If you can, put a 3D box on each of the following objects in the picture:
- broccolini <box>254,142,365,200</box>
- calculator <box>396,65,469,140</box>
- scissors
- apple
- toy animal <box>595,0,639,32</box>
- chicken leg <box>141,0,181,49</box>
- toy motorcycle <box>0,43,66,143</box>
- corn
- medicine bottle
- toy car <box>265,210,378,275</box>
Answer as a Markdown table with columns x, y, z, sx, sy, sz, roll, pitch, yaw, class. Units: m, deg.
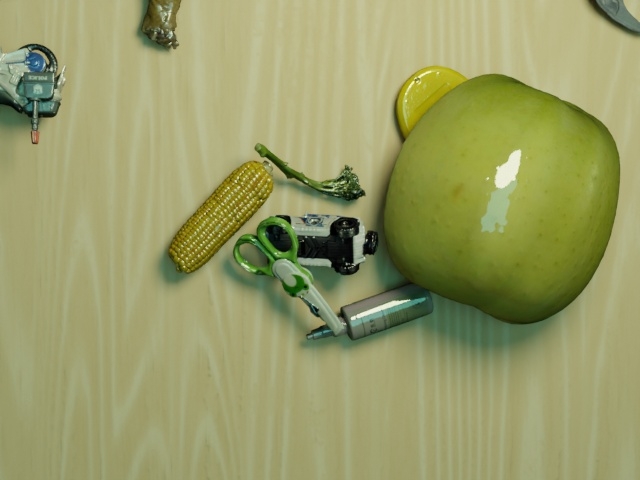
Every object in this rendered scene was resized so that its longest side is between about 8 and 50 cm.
| x | y | z | sx | sy | sz | roll | pitch | yaw | class |
| --- | --- | --- | --- | --- | --- | --- | --- | --- | --- |
| -0.020 | -0.095 | 1.475 | 0.194 | 0.054 | 0.052 | 16 | 134 | -30 | broccolini |
| 0.211 | -0.162 | 1.538 | 0.146 | 0.032 | 0.235 | -43 | 104 | -5 | calculator |
| -0.034 | 0.058 | 1.460 | 0.101 | 0.027 | 0.204 | -35 | 105 | 28 | scissors |
| 0.288 | -0.066 | 1.507 | 0.311 | 0.320 | 0.360 | 22 | 90 | 21 | apple |
| 0.483 | -0.455 | 1.536 | 0.255 | 0.176 | 0.239 | 3 | 109 | -51 | toy animal |
| -0.206 | -0.379 | 1.406 | 0.125 | 0.080 | 0.196 | 33 | 89 | -26 | chicken leg |
| -0.460 | -0.198 | 1.360 | 0.221 | 0.102 | 0.150 | -2 | 84 | -12 | toy motorcycle |
| -0.144 | -0.036 | 1.459 | 0.068 | 0.068 | 0.207 | 42 | 88 | -13 | corn |
| 0.072 | 0.116 | 1.525 | 0.199 | 0.057 | 0.058 | -18 | 99 | -10 | medicine bottle |
| 0.000 | 0.000 | 1.478 | 0.170 | 0.070 | 0.080 | 2 | 119 | 9 | toy car |
